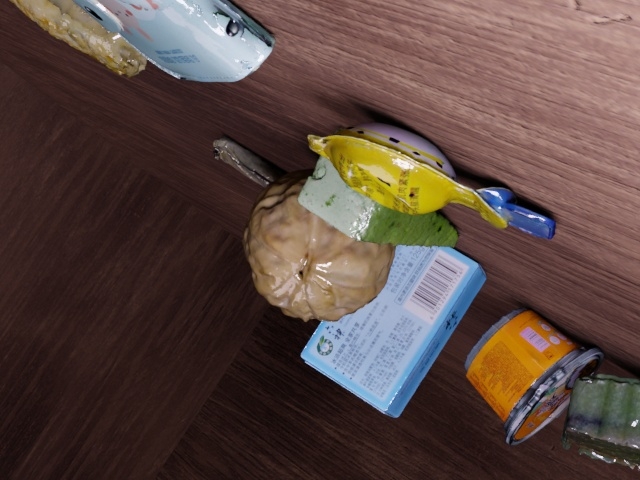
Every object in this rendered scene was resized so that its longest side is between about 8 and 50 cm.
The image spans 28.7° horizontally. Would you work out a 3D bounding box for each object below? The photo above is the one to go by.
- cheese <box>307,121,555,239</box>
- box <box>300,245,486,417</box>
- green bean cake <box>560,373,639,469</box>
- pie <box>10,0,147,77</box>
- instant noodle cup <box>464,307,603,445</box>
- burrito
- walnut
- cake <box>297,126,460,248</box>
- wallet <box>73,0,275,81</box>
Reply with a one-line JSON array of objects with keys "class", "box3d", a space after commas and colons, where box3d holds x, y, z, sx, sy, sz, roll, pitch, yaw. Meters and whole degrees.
[{"class": "cheese", "box3d": [0.106, -0.054, 1.191, 0.250, 0.064, 0.156, 23, 173, 11]}, {"class": "box", "box3d": [0.099, 0.100, 1.668, 0.142, 0.232, 0.083, 31, 177, 21]}, {"class": "green bean cake", "box3d": [0.408, 0.238, 1.619, 0.181, 0.094, 0.173, 11, 165, 15]}, {"class": "pie", "box3d": [-0.339, -0.301, 1.587, 0.282, 0.068, 0.128, 36, 174, 13]}, {"class": "instant noodle cup", "box3d": [0.277, 0.174, 1.697, 0.125, 0.177, 0.208, 45, 165, 23]}, {"class": "burrito", "box3d": [-0.099, -0.111, 1.975, 0.171, 0.042, 0.051, 35, 172, 14]}, {"class": "walnut", "box3d": [0.000, 0.000, 1.567, 0.198, 0.198, 0.245, 34, -155, -3]}, {"class": "cake", "box3d": [0.073, -0.026, 1.439, 0.100, 0.099, 0.235, 32, 175, 31]}, {"class": "wallet", "box3d": [-0.175, -0.240, 1.161, 0.250, 0.075, 0.176, 36, 168, -28]}]
